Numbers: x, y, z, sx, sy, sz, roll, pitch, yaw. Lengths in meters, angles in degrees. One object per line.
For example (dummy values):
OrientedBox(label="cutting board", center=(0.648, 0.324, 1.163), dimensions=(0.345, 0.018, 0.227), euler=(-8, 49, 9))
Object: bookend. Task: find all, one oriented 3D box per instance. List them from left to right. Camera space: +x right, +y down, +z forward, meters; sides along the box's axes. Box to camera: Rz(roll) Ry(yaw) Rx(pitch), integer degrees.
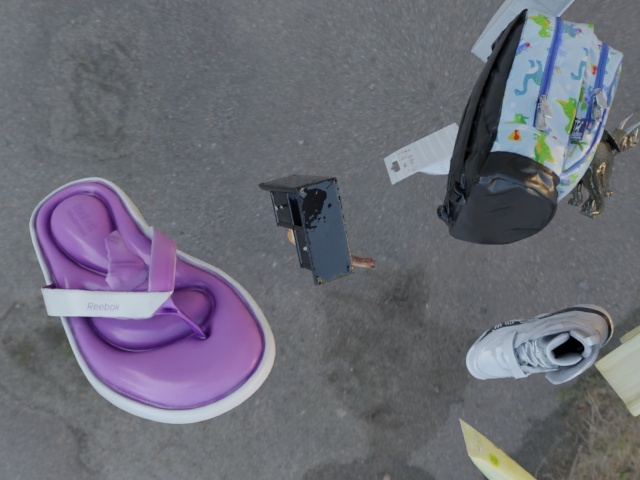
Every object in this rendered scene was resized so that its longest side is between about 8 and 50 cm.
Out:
OrientedBox(label="bookend", center=(-0.025, -0.023, 1.081), dimensions=(0.072, 0.157, 0.156), euler=(-17, 105, -24))

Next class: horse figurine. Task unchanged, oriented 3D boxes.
OrientedBox(label="horse figurine", center=(0.000, 0.000, 1.511), dimensions=(0.263, 0.174, 0.066), euler=(30, 97, -2))

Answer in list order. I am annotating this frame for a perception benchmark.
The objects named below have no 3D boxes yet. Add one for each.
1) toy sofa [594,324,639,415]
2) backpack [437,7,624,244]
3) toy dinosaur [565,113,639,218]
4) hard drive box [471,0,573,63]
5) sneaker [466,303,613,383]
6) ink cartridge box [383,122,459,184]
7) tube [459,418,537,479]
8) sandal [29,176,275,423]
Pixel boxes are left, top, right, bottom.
OrientedBox(label="toy sofa", center=(0.698, 0.254, 1.340), dimensions=(0.150, 0.362, 0.177), euler=(-43, 70, 25))
OrientedBox(label="backpack", center=(0.341, -0.195, 1.082), dimensions=(0.273, 0.290, 0.356), euler=(4, 72, 4))
OrientedBox(label="toy dinosaur", center=(0.562, -0.148, 1.374), dimensions=(0.121, 0.313, 0.160), euler=(16, 125, 33))
OrientedBox(label="hard drive box", center=(0.420, -0.466, 1.300), dimensions=(0.089, 0.181, 0.232), euler=(37, 143, -3))
OrientedBox(label="sneaker", center=(0.496, 0.258, 1.560), dimensions=(0.365, 0.210, 0.137), euler=(-24, 86, 26))
OrientedBox(label="ink cartridge box", center=(0.233, -0.174, 1.423), dimensions=(0.179, 0.145, 0.045), euler=(-27, 118, 12))
OrientedBox(label="tube", center=(0.319, 0.400, 1.112), dimensions=(0.240, 0.070, 0.062), euler=(43, 66, -13))
OrientedBox(label="sandal", center=(-0.214, 0.037, 0.683), dimensions=(0.169, 0.102, 0.416), euler=(-43, 49, -17))
